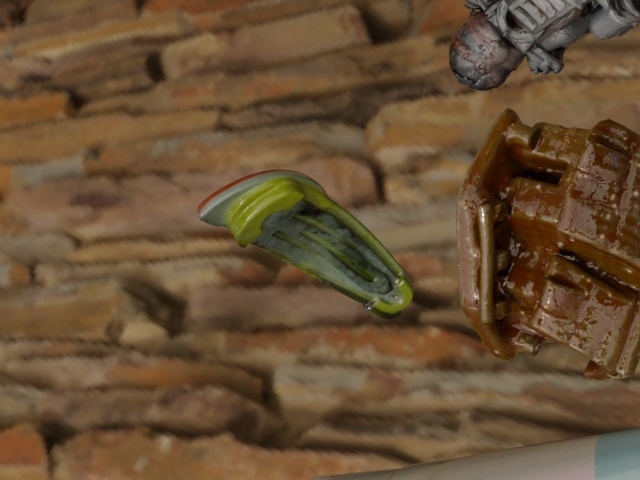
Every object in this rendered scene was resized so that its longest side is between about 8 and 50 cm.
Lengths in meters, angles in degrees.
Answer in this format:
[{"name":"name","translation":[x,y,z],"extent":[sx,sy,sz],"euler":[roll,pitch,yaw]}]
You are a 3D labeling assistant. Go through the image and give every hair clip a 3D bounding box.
[{"name":"hair clip","translation":[0.000,0.000,0.969],"extent":[0.060,0.033,0.188],"euler":[-39,136,16]}]

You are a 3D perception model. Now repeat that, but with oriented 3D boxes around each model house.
[{"name":"model house","translation":[0.257,0.013,1.417],"extent":[0.229,0.199,0.219],"euler":[9,157,43]}]

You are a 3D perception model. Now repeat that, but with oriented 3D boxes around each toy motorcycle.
[{"name":"toy motorcycle","translation":[0.199,-0.216,1.189],"extent":[0.134,0.207,0.401],"euler":[47,171,-6]}]

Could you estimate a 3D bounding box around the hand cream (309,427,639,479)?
[{"name":"hand cream","translation":[0.139,0.129,0.705],"extent":[0.312,0.111,0.070],"euler":[-8,179,25]}]
